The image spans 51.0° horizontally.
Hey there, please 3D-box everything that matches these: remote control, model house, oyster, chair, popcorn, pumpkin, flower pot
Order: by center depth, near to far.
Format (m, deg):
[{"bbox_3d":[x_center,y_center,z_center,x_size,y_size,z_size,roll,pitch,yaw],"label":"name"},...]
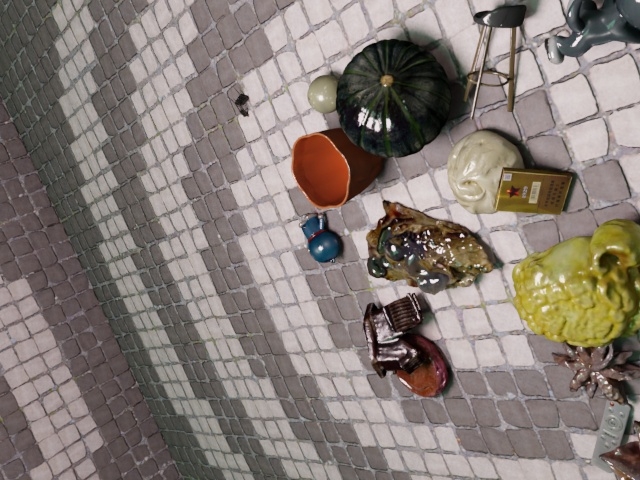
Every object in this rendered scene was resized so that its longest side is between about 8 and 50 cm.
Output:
[{"bbox_3d":[0.515,0.099,1.279,0.286,0.174,0.225,-31,99,41],"label":"popcorn"},{"bbox_3d":[0.323,-0.351,1.284,0.095,0.104,0.221,47,143,43],"label":"chair"},{"bbox_3d":[0.154,-0.297,1.417,0.250,0.216,0.250,1,95,17],"label":"pumpkin"},{"bbox_3d":[0.629,0.419,1.450,0.050,0.027,0.184,21,121,36],"label":"remote control"},{"bbox_3d":[0.051,-0.188,1.591,0.190,0.173,0.191,24,128,34],"label":"flower pot"},{"bbox_3d":[0.242,0.052,1.597,0.361,0.096,0.221,25,135,38],"label":"oyster"},{"bbox_3d":[0.198,0.240,1.701,0.164,0.141,0.203,-17,77,21],"label":"model house"},{"bbox_3d":[-0.221,-0.387,1.872,0.037,0.042,0.086,30,166,33],"label":"chair"}]

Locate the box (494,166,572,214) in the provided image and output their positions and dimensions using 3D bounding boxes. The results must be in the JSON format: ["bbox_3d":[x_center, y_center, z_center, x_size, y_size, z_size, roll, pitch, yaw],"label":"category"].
[{"bbox_3d":[0.417,-0.097,1.320,0.133,0.023,0.090,3,121,2],"label":"box"}]

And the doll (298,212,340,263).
[{"bbox_3d":[0.000,0.000,1.826,0.114,0.085,0.152,-50,63,36],"label":"doll"}]

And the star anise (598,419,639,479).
[{"bbox_3d":[0.722,0.489,1.325,0.331,0.117,0.332,15,117,32],"label":"star anise"}]

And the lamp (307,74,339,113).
[{"bbox_3d":[0.050,-0.332,1.591,0.163,0.091,0.091,25,130,15],"label":"lamp"}]

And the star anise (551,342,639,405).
[{"bbox_3d":[0.569,0.265,1.393,0.195,0.065,0.182,51,139,9],"label":"star anise"}]

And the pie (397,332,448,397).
[{"bbox_3d":[0.259,0.327,1.762,0.182,0.049,0.182,30,133,38],"label":"pie"}]

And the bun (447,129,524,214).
[{"bbox_3d":[0.326,-0.136,1.390,0.183,0.102,0.183,23,124,38],"label":"bun"}]

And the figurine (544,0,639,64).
[{"bbox_3d":[0.479,-0.388,1.065,0.265,0.140,0.193,-17,81,26],"label":"figurine"}]
